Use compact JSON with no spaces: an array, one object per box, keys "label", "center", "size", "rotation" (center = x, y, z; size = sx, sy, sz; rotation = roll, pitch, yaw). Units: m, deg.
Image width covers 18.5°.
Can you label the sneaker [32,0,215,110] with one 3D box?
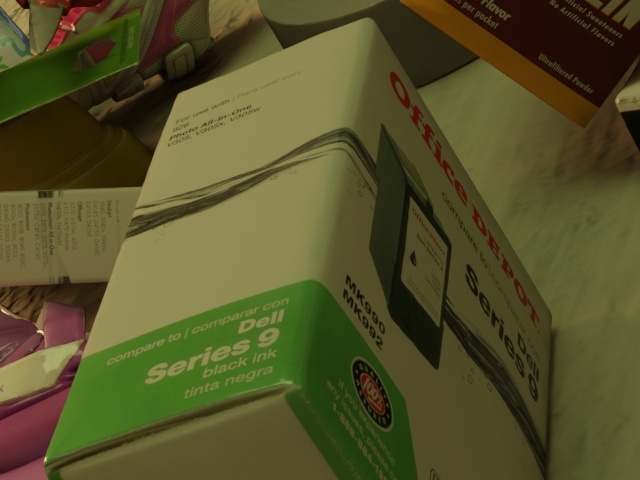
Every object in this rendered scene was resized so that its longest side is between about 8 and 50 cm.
[{"label":"sneaker","center":[-0.143,-0.156,1.522],"size":[0.252,0.111,0.103],"rotation":[-55,18,6]}]

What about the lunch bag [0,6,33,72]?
[{"label":"lunch bag","center":[-0.286,-0.118,1.615],"size":[0.129,0.096,0.151],"rotation":[-38,57,-11]}]

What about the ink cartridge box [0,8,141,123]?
[{"label":"ink cartridge box","center":[-0.259,-0.133,1.366],"size":[0.255,0.097,0.189],"rotation":[-22,18,3]}]

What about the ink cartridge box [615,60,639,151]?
[{"label":"ink cartridge box","center":[0.323,-0.183,1.126],"size":[0.176,0.069,0.371],"rotation":[-4,41,43]}]

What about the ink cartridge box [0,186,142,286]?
[{"label":"ink cartridge box","center":[-0.163,-0.003,1.254],"size":[0.180,0.060,0.104],"rotation":[-2,1,-8]}]

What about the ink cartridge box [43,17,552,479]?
[{"label":"ink cartridge box","center":[0.007,0.064,0.890],"size":[0.121,0.211,0.289],"rotation":[-21,30,22]}]

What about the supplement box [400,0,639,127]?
[{"label":"supplement box","center":[0.170,-0.204,1.119],"size":[0.191,0.129,0.194],"rotation":[-56,-2,33]}]

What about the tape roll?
[{"label":"tape roll","center":[0.067,-0.193,1.396],"size":[0.219,0.072,0.219],"rotation":[-25,29,15]}]

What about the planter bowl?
[{"label":"planter bowl","center":[-0.227,-0.053,1.401],"size":[0.217,0.090,0.217],"rotation":[-20,18,7]}]

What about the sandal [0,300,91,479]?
[{"label":"sandal","center":[-0.199,0.086,1.178],"size":[0.416,0.102,0.169],"rotation":[4,44,51]}]

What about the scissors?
[{"label":"scissors","center":[-0.178,-0.162,1.344],"size":[0.109,0.021,0.297],"rotation":[7,16,-24]}]
